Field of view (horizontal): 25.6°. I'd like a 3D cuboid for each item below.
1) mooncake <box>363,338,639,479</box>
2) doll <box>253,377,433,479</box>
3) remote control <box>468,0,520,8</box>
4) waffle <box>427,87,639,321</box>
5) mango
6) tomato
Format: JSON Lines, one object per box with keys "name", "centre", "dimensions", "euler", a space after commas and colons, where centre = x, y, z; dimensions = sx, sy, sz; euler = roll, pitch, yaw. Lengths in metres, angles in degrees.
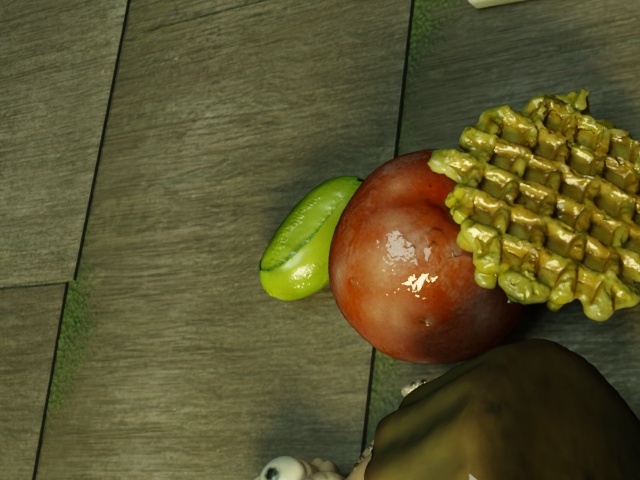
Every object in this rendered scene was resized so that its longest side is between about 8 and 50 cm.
{"name": "mooncake", "centre": [0.169, 0.234, 1.188], "dimensions": [0.161, 0.290, 0.290], "euler": [-27, 56, 39]}
{"name": "doll", "centre": [0.038, 0.250, 1.397], "dimensions": [0.278, 0.119, 0.154], "euler": [-36, 40, 13]}
{"name": "remote control", "centre": [0.247, -0.305, 1.520], "dimensions": [0.190, 0.029, 0.088], "euler": [-3, 70, 36]}
{"name": "waffle", "centre": [0.226, -0.033, 1.308], "dimensions": [0.243, 0.237, 0.059], "euler": [62, 149, 28]}
{"name": "mango", "centre": [0.000, 0.000, 1.557], "dimensions": [0.165, 0.074, 0.091], "euler": [-46, 43, -3]}
{"name": "tomato", "centre": [0.109, 0.021, 1.383], "dimensions": [0.184, 0.208, 0.208], "euler": [117, 144, -48]}
